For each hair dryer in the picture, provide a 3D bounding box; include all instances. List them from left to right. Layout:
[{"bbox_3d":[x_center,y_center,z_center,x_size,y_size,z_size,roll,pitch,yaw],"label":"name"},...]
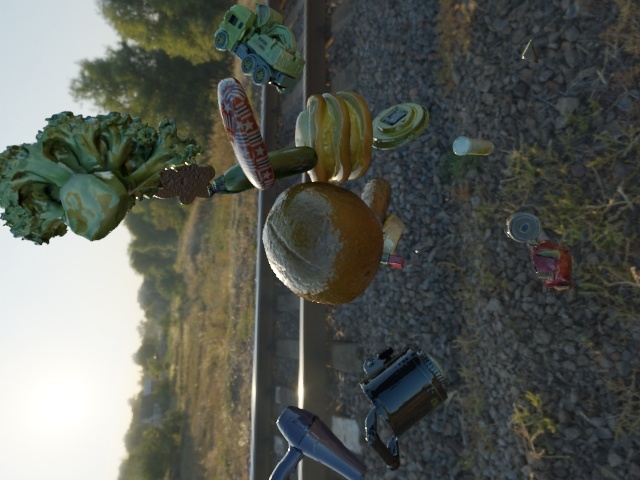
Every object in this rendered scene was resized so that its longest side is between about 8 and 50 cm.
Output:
[{"bbox_3d":[-0.064,0.731,1.315,0.361,0.301,0.121,-56,-18,-5],"label":"hair dryer"}]

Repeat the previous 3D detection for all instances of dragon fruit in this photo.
[{"bbox_3d":[0.525,0.050,0.954,0.068,0.112,0.127,-25,71,45],"label":"dragon fruit"}]

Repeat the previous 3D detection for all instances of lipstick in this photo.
[{"bbox_3d":[0.151,0.052,1.375,0.312,0.051,0.051,7,69,50],"label":"lipstick"}]

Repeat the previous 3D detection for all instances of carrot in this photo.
[{"bbox_3d":[0.217,-0.147,1.760,0.302,0.138,0.139,-64,-4,-52],"label":"carrot"}]

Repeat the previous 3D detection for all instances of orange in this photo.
[{"bbox_3d":[0.000,0.000,1.192,0.357,0.322,0.322,41,128,37],"label":"orange"}]

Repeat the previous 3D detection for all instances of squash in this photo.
[{"bbox_3d":[-0.153,-0.192,1.168,0.087,0.331,0.087,52,155,38],"label":"squash"}]

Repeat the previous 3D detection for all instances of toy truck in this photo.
[{"bbox_3d":[-0.106,-0.369,0.804,0.191,0.085,0.116,47,115,23],"label":"toy truck"}]

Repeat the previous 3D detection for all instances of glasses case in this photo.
[{"bbox_3d":[-0.124,-0.167,0.712,0.073,0.049,0.195,-124,13,-49],"label":"glasses case"}]

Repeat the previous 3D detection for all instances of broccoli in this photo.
[{"bbox_3d":[-0.446,-0.092,0.786,0.353,0.275,0.397,-33,32,21],"label":"broccoli"}]

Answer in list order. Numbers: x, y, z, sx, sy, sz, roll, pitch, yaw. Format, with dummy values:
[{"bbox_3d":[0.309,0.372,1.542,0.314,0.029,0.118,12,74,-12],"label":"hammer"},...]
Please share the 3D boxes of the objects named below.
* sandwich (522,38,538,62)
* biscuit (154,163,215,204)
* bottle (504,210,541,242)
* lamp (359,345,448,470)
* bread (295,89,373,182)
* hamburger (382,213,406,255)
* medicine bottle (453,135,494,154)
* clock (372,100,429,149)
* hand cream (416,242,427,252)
[{"bbox_3d":[0.701,-0.626,1.442,0.044,0.083,0.031,-20,28,31],"label":"sandwich"},{"bbox_3d":[-0.478,-0.208,1.461,0.039,0.236,0.180,-127,45,-56],"label":"biscuit"},{"bbox_3d":[0.618,-0.044,1.314,0.152,0.098,0.099,-22,-58,-69],"label":"bottle"},{"bbox_3d":[0.275,0.482,1.375,0.205,0.272,0.374,55,-166,-24],"label":"lamp"},{"bbox_3d":[0.052,-0.338,1.436,0.211,0.270,0.316,15,114,44],"label":"bread"},{"bbox_3d":[0.268,-0.005,1.868,0.227,0.151,0.295,-60,-11,-11],"label":"hamburger"},{"bbox_3d":[0.639,-0.389,1.783,0.073,0.218,0.074,10,104,47],"label":"medicine bottle"},{"bbox_3d":[0.268,-0.421,1.525,0.057,0.237,0.237,53,-169,-40],"label":"clock"},{"bbox_3d":[0.485,0.040,2.040,0.019,0.093,0.030,15,116,46],"label":"hand cream"}]
